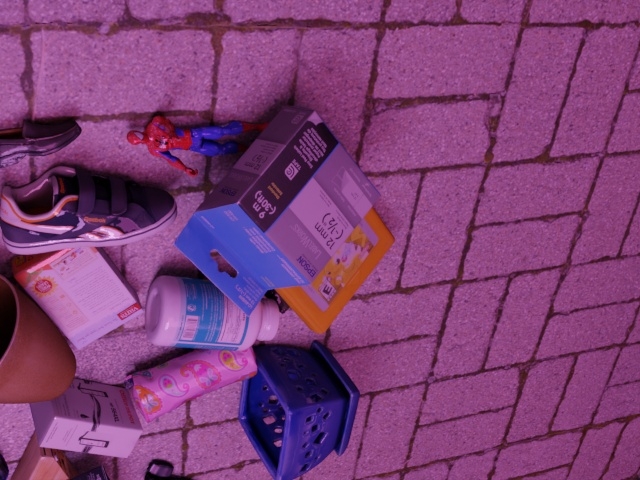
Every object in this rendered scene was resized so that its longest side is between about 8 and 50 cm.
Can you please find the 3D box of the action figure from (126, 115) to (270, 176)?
[{"bbox_3d":[-0.214,-0.173,1.644,0.280,0.139,0.091,0,121,-24],"label":"action figure"}]

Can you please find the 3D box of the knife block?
[{"bbox_3d":[-0.663,0.577,1.978,0.242,0.088,0.275,-25,131,-10],"label":"knife block"}]

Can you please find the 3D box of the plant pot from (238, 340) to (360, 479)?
[{"bbox_3d":[-0.045,0.387,2.071,0.212,0.236,0.236,-9,126,-29],"label":"plant pot"}]

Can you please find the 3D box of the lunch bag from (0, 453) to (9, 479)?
[{"bbox_3d":[-0.841,0.508,1.736,0.328,0.239,0.385,-36,158,-1],"label":"lunch bag"}]

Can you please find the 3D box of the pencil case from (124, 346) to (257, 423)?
[{"bbox_3d":[-0.281,0.293,1.950,0.284,0.124,0.124,-22,130,-11],"label":"pencil case"}]

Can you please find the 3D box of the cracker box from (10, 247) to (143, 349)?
[{"bbox_3d":[-0.474,0.091,1.741,0.156,0.067,0.232,-30,130,-4],"label":"cracker box"}]

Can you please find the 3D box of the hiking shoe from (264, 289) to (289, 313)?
[{"bbox_3d":[-0.075,0.046,1.917,0.114,0.086,0.227,-31,135,-27],"label":"hiking shoe"}]

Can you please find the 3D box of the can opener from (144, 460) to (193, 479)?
[{"bbox_3d":[-0.356,0.598,2.171,0.073,0.059,0.186,-48,130,10],"label":"can opener"}]

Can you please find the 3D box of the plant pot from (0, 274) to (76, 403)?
[{"bbox_3d":[-0.592,0.214,1.690,0.237,0.237,0.254,-38,147,3],"label":"plant pot"}]

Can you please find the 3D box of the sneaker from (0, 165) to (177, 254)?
[{"bbox_3d":[-0.422,-0.064,1.618,0.321,0.126,0.127,-12,133,-18],"label":"sneaker"}]

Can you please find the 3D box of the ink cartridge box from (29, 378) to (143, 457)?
[{"bbox_3d":[-0.497,0.372,1.877,0.203,0.148,0.086,18,111,-36],"label":"ink cartridge box"}]

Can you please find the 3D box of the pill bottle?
[{"bbox_3d":[-0.223,0.156,1.855,0.264,0.146,0.146,8,119,-28],"label":"pill bottle"}]

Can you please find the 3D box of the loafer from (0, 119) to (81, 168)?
[{"bbox_3d":[-0.503,-0.180,1.538,0.170,0.062,0.061,-22,125,-13],"label":"loafer"}]

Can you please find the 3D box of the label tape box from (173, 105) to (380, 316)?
[{"bbox_3d":[-0.075,-0.045,1.681,0.347,0.115,0.249,-53,127,-16],"label":"label tape box"}]

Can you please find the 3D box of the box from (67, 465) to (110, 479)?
[{"bbox_3d":[-0.539,0.615,1.939,0.207,0.108,0.153,-22,131,-12],"label":"box"}]

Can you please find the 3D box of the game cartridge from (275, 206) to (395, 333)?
[{"bbox_3d":[0.000,0.000,1.864,0.285,0.053,0.323,-52,133,-15],"label":"game cartridge"}]
